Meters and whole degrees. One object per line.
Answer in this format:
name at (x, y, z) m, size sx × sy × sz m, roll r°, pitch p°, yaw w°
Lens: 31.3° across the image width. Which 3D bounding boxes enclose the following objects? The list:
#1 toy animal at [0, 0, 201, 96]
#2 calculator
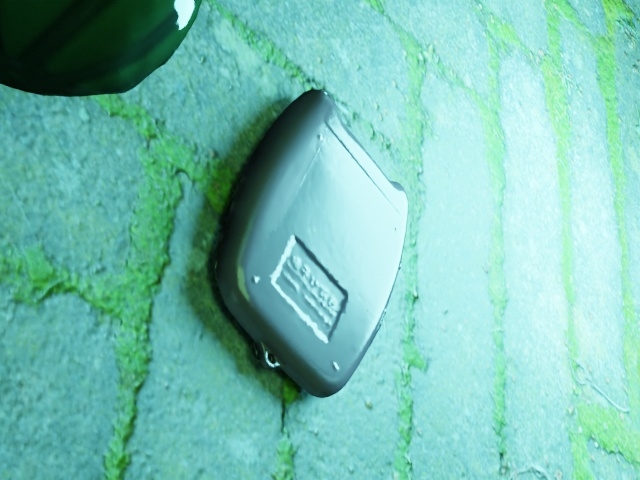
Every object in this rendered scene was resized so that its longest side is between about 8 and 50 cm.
toy animal at (-0.222, -0.226, 0.717) m, size 0.191 × 0.216 × 0.338 m, roll -51°, pitch 122°, yaw -21°
calculator at (0.001, 0.000, 1.019) m, size 0.194 × 0.043 × 0.294 m, roll 50°, pitch 41°, yaw -27°
